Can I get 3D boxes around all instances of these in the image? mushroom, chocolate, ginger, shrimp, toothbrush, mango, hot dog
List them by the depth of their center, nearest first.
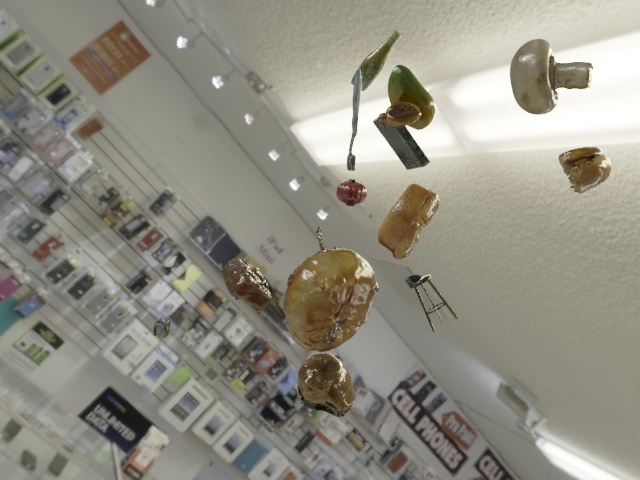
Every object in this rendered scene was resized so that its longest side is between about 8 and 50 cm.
[{"bbox_3d":[0.615,-0.450,1.490,0.206,0.206,0.209,50,-21,-23],"label":"mushroom"},{"bbox_3d":[-0.499,0.277,1.709,0.165,0.056,0.065,-27,-116,59],"label":"shrimp"},{"bbox_3d":[0.267,-0.423,1.842,0.060,0.140,0.090,88,-12,-67],"label":"hot dog"},{"bbox_3d":[-0.247,0.142,1.846,0.148,0.093,0.214,40,7,-30],"label":"chocolate"},{"bbox_3d":[0.316,-0.504,1.946,0.237,0.137,0.091,48,23,-10],"label":"mango"},{"bbox_3d":[0.140,-0.487,2.201,0.042,0.035,0.414,18,-70,45],"label":"toothbrush"},{"bbox_3d":[0.033,0.601,2.316,0.269,0.200,0.223,13,-52,-2],"label":"ginger"}]

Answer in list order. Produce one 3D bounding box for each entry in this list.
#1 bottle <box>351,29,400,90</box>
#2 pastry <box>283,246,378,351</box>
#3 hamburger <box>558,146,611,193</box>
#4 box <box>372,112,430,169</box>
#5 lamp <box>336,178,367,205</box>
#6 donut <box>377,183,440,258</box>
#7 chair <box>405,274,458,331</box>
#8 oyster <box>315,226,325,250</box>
[{"bbox_3d":[0.223,-0.722,2.178,0.083,0.083,0.270,43,-55,4],"label":"bottle"},{"bbox_3d":[0.025,0.214,2.018,0.245,0.409,0.410,36,-16,40],"label":"pastry"},{"bbox_3d":[0.935,-0.252,1.908,0.283,0.156,0.144,5,67,-65],"label":"hamburger"},{"bbox_3d":[0.332,-0.413,2.264,0.270,0.045,0.211,53,-9,-12],"label":"box"},{"bbox_3d":[0.107,-0.164,1.874,0.107,0.093,0.107,5,7,-1],"label":"lamp"},{"bbox_3d":[0.258,-0.059,1.592,0.113,0.227,0.226,34,-16,9],"label":"donut"},{"bbox_3d":[0.409,0.213,2.006,0.222,0.095,0.104,57,31,4],"label":"chair"},{"bbox_3d":[0.001,0.000,2.696,0.132,0.029,0.086,83,-10,-48],"label":"oyster"}]
